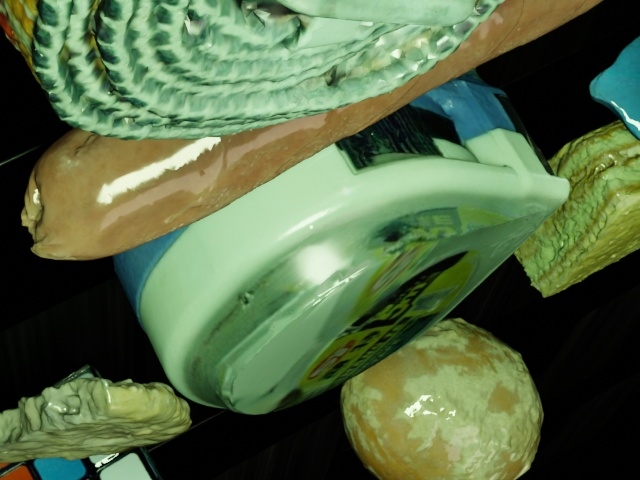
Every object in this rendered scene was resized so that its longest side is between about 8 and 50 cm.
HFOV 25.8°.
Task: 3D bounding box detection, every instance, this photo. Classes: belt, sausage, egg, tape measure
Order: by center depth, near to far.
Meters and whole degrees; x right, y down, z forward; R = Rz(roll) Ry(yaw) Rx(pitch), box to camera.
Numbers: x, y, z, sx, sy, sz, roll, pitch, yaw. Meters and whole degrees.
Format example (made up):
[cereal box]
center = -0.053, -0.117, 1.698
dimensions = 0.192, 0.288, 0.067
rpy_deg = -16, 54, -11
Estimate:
[belt]
center = -0.010, -0.139, 0.560
dimensions = 0.207, 0.160, 0.295
rpy_deg = -46, 156, 29
[sausage]
center = 0.025, -0.107, 0.797
dimensions = 0.433, 0.088, 0.088
rpy_deg = -30, 159, -15
[tape measure]
center = 0.002, 0.001, 0.931
dimensions = 0.262, 0.138, 0.259
rpy_deg = -6, 144, -52
[egg]
center = 0.121, 0.173, 1.422
dimensions = 0.233, 0.195, 0.195
rpy_deg = 12, 134, -34

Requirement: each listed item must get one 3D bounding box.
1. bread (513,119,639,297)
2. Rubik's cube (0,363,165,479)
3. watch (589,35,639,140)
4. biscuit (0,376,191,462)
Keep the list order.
[bread]
center = 0.256, -0.043, 1.240
dimensions = 0.138, 0.102, 0.196
rpy_deg = -26, 166, -26
[Rubik's cube]
center = -0.193, 0.213, 1.082
dimensions = 0.155, 0.154, 0.151
rpy_deg = -31, 160, -8
[watch]
center = 0.335, -0.152, 1.023
dimensions = 0.305, 0.241, 0.274
rpy_deg = -6, 172, 20
[biscuit]
center = -0.168, 0.127, 0.945
dimensions = 0.133, 0.032, 0.250
rpy_deg = 9, 159, -43
